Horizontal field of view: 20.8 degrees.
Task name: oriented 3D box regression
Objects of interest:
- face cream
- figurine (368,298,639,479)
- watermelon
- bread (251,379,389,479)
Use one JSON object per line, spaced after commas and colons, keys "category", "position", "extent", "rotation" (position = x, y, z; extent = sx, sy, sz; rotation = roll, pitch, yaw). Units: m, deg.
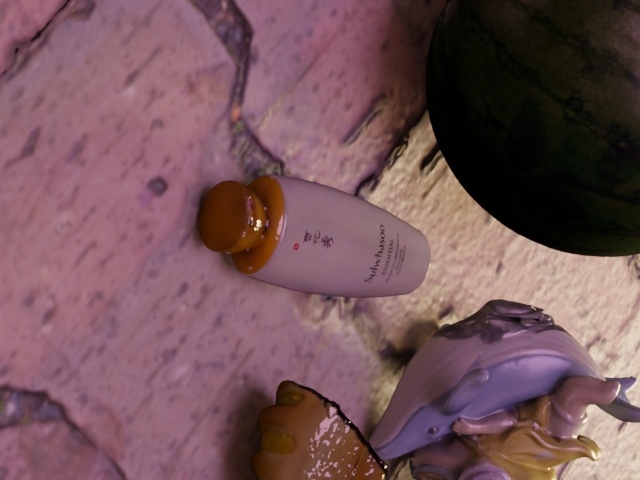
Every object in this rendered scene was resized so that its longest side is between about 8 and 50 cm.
{"category": "face cream", "position": [0.000, 0.000, 1.155], "extent": [0.182, 0.051, 0.072], "rotation": [15, 89, -44]}
{"category": "figurine", "position": [0.137, 0.132, 1.243], "extent": [0.208, 0.128, 0.184], "rotation": [-5, 102, -4]}
{"category": "watermelon", "position": [0.194, -0.109, 1.203], "extent": [0.242, 0.242, 0.242], "rotation": [-8, 101, -44]}
{"category": "bread", "position": [-0.003, 0.174, 1.154], "extent": [0.094, 0.083, 0.157], "rotation": [-55, 127, -21]}
